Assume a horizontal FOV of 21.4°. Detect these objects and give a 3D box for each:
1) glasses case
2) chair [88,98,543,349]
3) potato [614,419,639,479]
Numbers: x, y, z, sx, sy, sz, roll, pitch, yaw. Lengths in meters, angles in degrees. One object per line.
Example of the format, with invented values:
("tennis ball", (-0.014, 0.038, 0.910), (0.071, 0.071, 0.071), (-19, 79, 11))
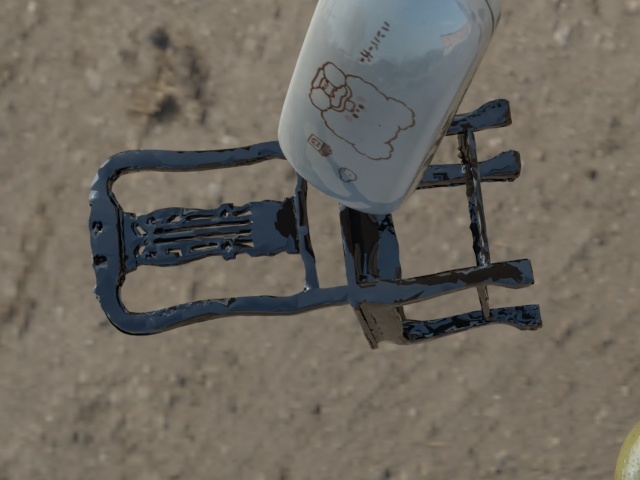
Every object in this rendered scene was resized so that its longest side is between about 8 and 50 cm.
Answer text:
("glasses case", (0.027, -0.072, 0.767), (0.074, 0.193, 0.049), (31, 62, 4))
("chair", (0.000, 0.000, 0.920), (0.229, 0.113, 0.106), (-7, 73, 6))
("potato", (0.378, 0.224, 1.638), (0.157, 0.194, 0.157), (-12, 75, 51))
